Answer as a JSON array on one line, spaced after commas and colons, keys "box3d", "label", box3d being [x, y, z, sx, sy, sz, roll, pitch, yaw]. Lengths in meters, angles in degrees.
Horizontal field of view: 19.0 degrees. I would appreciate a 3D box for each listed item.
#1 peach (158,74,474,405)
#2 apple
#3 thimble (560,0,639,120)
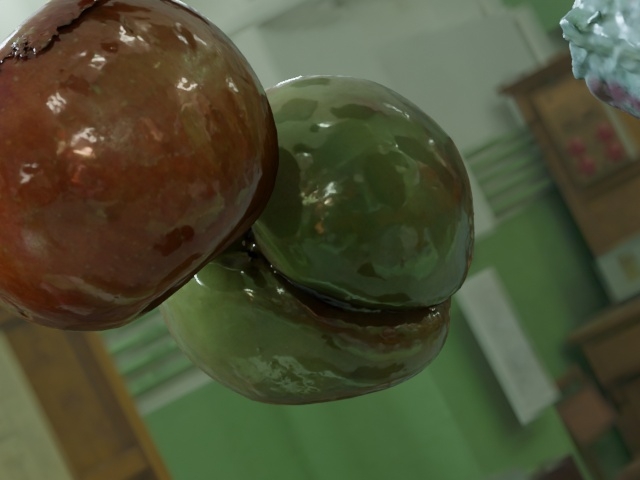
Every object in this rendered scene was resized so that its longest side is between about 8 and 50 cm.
[{"box3d": [0.001, -0.001, 1.610, 0.292, 0.247, 0.292, -39, -34, -34], "label": "peach"}, {"box3d": [-0.151, -0.052, 1.357, 0.251, 0.206, 0.272, -52, -4, 6], "label": "apple"}, {"box3d": [0.276, -0.161, 1.348, 0.149, 0.185, 0.211, 26, 40, 32], "label": "thimble"}]
